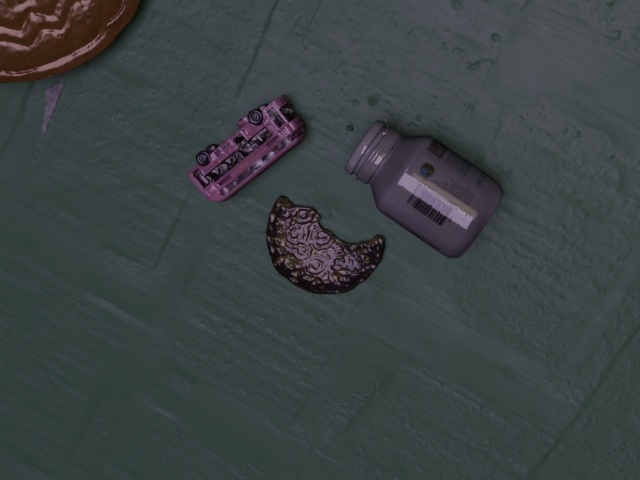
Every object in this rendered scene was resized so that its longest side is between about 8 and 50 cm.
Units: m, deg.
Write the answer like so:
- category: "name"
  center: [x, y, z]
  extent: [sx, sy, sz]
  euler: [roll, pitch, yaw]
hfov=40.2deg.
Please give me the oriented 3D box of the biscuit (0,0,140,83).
- category: "biscuit"
  center: [-0.471, -0.423, 1.324]
  extent: [0.385, 0.062, 0.365]
  euler: [-27, 113, 7]

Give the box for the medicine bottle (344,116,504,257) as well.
- category: "medicine bottle"
  center: [0.148, -0.082, 1.292]
  extent: [0.215, 0.135, 0.135]
  euler: [35, 109, 3]

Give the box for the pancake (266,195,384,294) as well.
- category: "pancake"
  center: [0.000, 0.000, 1.411]
  extent: [0.184, 0.020, 0.190]
  euler: [-31, 97, 19]

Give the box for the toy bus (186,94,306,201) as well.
- category: "toy bus"
  center: [-0.117, -0.143, 1.380]
  extent: [0.203, 0.063, 0.090]
  euler: [-37, 96, 21]
